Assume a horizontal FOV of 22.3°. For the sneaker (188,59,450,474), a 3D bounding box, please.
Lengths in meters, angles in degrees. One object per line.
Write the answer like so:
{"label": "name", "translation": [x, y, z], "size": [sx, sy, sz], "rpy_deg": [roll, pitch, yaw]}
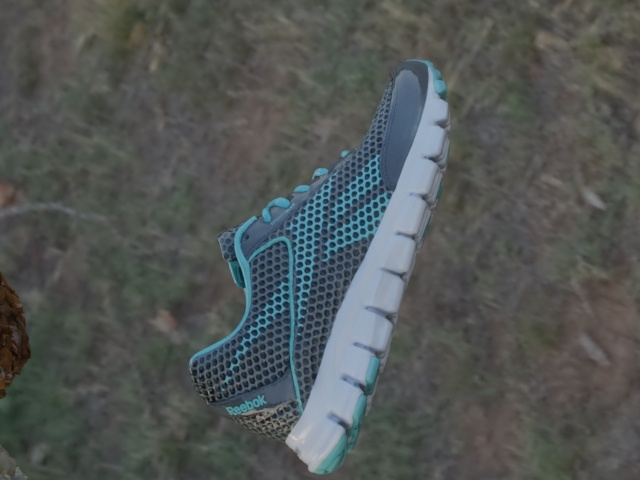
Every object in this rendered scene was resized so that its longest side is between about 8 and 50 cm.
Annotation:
{"label": "sneaker", "translation": [0.000, 0.000, 0.614], "size": [0.076, 0.065, 0.166], "rpy_deg": [18, 71, 5]}

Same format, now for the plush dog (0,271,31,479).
{"label": "plush dog", "translation": [-0.174, 0.081, 0.582], "size": [0.262, 0.210, 0.225], "rpy_deg": [5, 102, 30]}
